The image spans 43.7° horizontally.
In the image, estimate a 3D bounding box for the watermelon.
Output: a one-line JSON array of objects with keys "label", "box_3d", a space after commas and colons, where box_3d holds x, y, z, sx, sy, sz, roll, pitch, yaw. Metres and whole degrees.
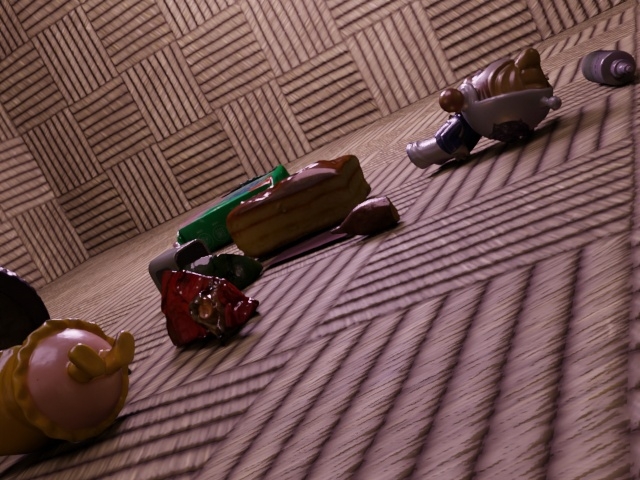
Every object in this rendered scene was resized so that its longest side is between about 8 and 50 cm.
[{"label": "watermelon", "box_3d": [-0.179, 0.084, 1.251, 0.182, 0.075, 0.092, -24, -34, 11]}]

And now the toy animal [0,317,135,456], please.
[{"label": "toy animal", "box_3d": [-0.296, 0.164, 0.879, 0.230, 0.156, 0.156, -33, 4, 36]}]

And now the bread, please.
[{"label": "bread", "box_3d": [-0.037, -0.067, 1.416, 0.234, 0.110, 0.184, -25, 9, 18]}]

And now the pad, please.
[{"label": "pad", "box_3d": [0.000, 0.000, 1.282, 0.188, 0.006, 0.113, -21, 10, 33]}]

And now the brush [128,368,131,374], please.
[{"label": "brush", "box_3d": [-0.318, 0.168, 1.094, 0.051, 0.070, 0.323, -35, 15, -29]}]

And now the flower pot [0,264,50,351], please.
[{"label": "flower pot", "box_3d": [-0.544, 0.134, 1.095, 0.267, 0.266, 0.267, 15, 38, 43]}]

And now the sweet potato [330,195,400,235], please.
[{"label": "sweet potato", "box_3d": [0.060, -0.029, 1.140, 0.117, 0.049, 0.049, -21, 12, 33]}]

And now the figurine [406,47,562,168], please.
[{"label": "figurine", "box_3d": [0.249, -0.194, 1.287, 0.274, 0.133, 0.194, -29, -15, 27]}]

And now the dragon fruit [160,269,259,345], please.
[{"label": "dragon fruit", "box_3d": [-0.134, 0.100, 1.015, 0.192, 0.122, 0.092, -4, 64, 59]}]

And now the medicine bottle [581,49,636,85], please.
[{"label": "medicine bottle", "box_3d": [0.475, -0.281, 1.300, 0.058, 0.057, 0.199, -26, 11, 10]}]

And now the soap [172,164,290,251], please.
[{"label": "soap", "box_3d": [-0.191, -0.061, 1.856, 0.273, 0.098, 0.218, -27, 16, 16]}]

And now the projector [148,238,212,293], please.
[{"label": "projector", "box_3d": [-0.245, 0.053, 1.433, 0.082, 0.083, 0.083, -19, 14, 42]}]
